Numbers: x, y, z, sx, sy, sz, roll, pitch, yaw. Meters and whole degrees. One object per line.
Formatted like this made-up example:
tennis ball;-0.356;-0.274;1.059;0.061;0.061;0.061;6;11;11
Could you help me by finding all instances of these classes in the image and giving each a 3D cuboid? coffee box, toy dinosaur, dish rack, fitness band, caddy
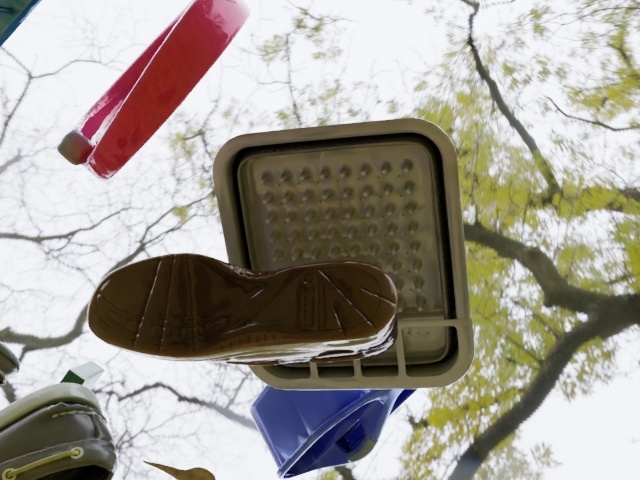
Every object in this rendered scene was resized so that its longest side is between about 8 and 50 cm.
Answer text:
coffee box;-0.493;0.301;1.579;0.040;0.184;0.113;35;-96;-1
toy dinosaur;-0.219;0.412;1.349;0.183;0.053;0.092;24;-58;-5
dish rack;0.033;0.018;0.958;0.286;0.072;0.332;-3;-70;14
fitness band;-0.152;-0.156;0.742;0.054;0.291;0.209;40;-83;-19
caddy;0.032;0.291;1.363;0.179;0.241;0.341;55;-41;20

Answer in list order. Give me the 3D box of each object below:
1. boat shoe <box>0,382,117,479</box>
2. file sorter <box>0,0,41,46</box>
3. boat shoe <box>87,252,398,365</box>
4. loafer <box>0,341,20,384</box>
boat shoe;-0.310;0.241;0.665;0.305;0.091;0.109;-35;-46;-10
file sorter;-0.298;-0.181;0.564;0.170;0.104;0.118;-38;-95;21
boat shoe;-0.082;0.091;0.880;0.342;0.123;0.123;-3;-121;8
loafer;-0.535;0.158;1.065;0.251;0.087;0.094;19;-34;-21
